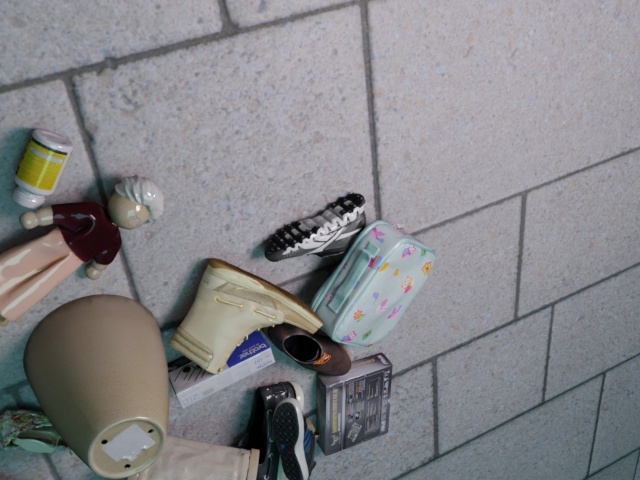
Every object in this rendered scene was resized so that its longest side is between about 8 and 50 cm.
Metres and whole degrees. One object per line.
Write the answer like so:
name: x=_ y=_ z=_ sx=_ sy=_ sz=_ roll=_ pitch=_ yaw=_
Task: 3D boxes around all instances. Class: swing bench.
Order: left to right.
swing bench: x=-0.279 y=0.557 z=1.443 sx=0.253 sy=0.165 sz=0.255 roll=12 pitch=115 yaw=-5

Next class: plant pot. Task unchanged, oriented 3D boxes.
plant pot: x=-0.371 y=0.273 z=1.210 sx=0.256 sy=0.274 sz=0.257 roll=-14 pitch=122 yaw=-23

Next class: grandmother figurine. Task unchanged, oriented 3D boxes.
grandmother figurine: x=-0.410 y=0.009 z=1.145 sx=0.342 sy=0.104 sz=0.208 roll=-35 pitch=159 yaw=-5

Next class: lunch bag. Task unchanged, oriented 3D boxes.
lunch bag: x=0.111 y=0.090 z=1.463 sx=0.224 sy=0.108 sz=0.279 roll=21 pitch=105 yaw=-52

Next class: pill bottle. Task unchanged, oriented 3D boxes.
pill bottle: x=-0.440 y=-0.111 z=1.082 sx=0.065 sy=0.065 sz=0.116 roll=19 pitch=106 yaw=-36

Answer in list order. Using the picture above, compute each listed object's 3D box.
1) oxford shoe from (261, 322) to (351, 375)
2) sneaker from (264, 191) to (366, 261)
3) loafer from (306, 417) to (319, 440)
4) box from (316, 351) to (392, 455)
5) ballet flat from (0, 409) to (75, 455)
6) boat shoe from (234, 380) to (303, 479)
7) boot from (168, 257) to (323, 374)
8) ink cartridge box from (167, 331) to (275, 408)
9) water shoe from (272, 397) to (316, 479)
oxford shoe: x=-0.017 y=0.249 z=1.510 sx=0.271 sy=0.098 sz=0.097 roll=34 pitch=97 yaw=-37
sneaker: x=0.000 y=0.000 z=1.392 sx=0.234 sy=0.078 sz=0.106 roll=-29 pitch=125 yaw=-15
loafer: x=-0.046 y=0.444 z=1.641 sx=0.050 sy=0.056 sz=0.148 roll=-37 pitch=139 yaw=-7
box: x=0.082 y=0.402 z=1.686 sx=0.182 sy=0.056 sz=0.231 roll=-14 pitch=122 yaw=-21
ballet flat: x=-0.502 y=0.376 z=1.321 sx=0.240 sy=0.077 sz=0.091 roll=12 pitch=118 yaw=-35
boat shoe: x=-0.142 y=0.473 z=1.554 sx=0.113 sy=0.127 sz=0.340 roll=10 pitch=110 yaw=-33
boot: x=-0.145 y=0.176 z=1.354 sx=0.261 sy=0.095 sz=0.204 roll=28 pitch=90 yaw=-21
ink cartridge box: x=-0.207 y=0.253 z=1.407 sx=0.207 sy=0.097 sz=0.046 roll=-24 pitch=126 yaw=-15
water shoe: x=-0.053 y=0.424 z=1.494 sx=0.080 sy=0.072 sz=0.203 roll=-31 pitch=121 yaw=-58
